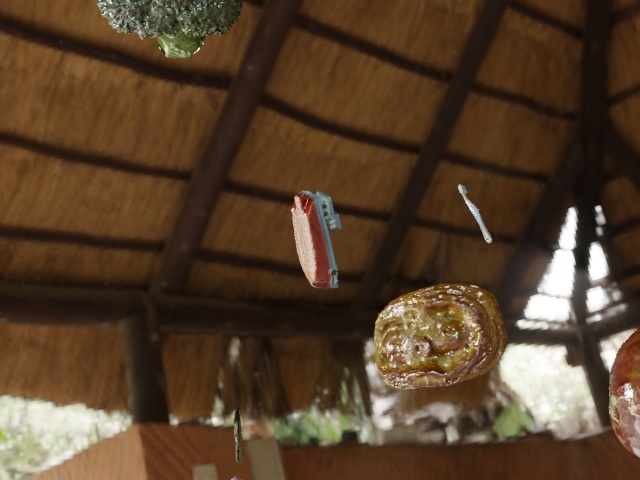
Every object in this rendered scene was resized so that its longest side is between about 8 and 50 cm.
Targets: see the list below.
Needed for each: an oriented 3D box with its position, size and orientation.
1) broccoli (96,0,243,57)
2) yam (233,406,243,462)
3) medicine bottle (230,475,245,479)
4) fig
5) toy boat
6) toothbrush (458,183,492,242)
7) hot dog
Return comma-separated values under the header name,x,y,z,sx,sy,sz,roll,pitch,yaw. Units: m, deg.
name,x,y,z,sx,sy,sz,roll,pitch,yaw
broccoli,-0.240,-0.429,1.747,0.297,0.297,0.297,-14,-28,1
yam,-0.144,0.341,1.827,0.014,0.107,0.014,-2,17,1
medicine bottle,-0.052,0.480,1.590,0.254,0.152,0.152,27,-29,-3
fig,0.422,0.166,1.097,0.230,0.160,0.143,8,-30,17
toy boat,0.000,0.000,1.601,0.059,0.173,0.069,-21,26,-25
toothbrush,0.294,-0.053,1.999,0.017,0.162,0.014,12,-52,-27
hot dog,0.191,0.175,1.845,0.259,0.175,0.114,-19,-12,30
